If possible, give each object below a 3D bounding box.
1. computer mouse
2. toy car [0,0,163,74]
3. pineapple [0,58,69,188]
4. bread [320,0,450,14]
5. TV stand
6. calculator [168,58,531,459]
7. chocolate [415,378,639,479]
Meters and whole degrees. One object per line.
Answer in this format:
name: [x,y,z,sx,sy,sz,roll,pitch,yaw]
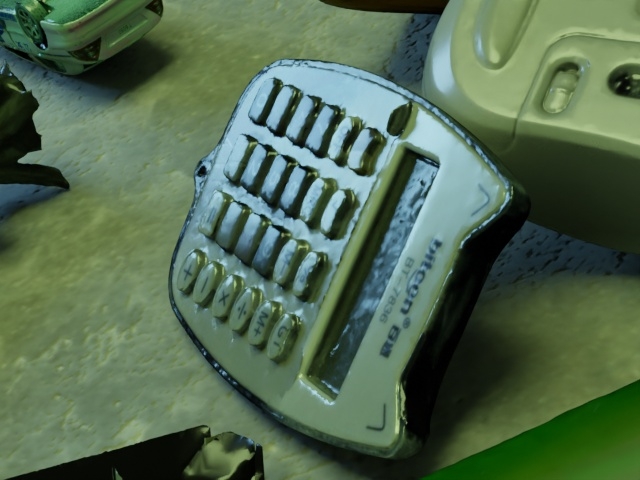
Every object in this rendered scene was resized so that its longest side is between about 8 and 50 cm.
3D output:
computer mouse: [0.196,-0.064,0.880,0.297,0.121,0.184,9,57,22]
toy car: [-0.193,-0.169,1.278,0.090,0.076,0.224,-39,30,-21]
pineapple: [-0.279,-0.020,1.086,0.248,0.128,0.128,-31,35,-20]
bread: [0.181,-0.175,1.029,0.361,0.077,0.138,2,6,31]
TV stand: [-0.142,0.132,0.789,0.249,0.036,0.042,-13,20,-30]
calculator: [0.000,0.000,0.893,0.268,0.040,0.177,32,99,51]
chocolate: [0.179,0.176,0.520,0.360,0.161,0.341,-24,37,-3]
